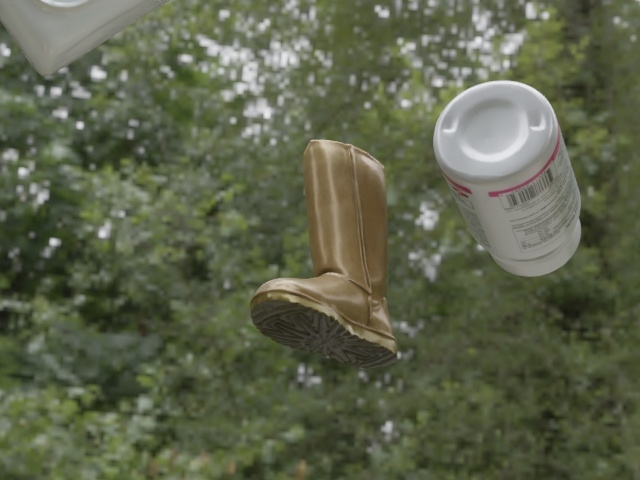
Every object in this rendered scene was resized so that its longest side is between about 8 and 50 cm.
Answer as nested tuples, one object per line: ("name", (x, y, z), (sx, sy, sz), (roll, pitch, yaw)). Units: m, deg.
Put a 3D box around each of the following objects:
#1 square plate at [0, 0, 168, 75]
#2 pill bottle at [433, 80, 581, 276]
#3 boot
("square plate", (-0.296, -0.428, 1.728), (0.344, 0.347, 0.049), (-35, -5, -16))
("pill bottle", (0.258, -0.073, 1.880), (0.160, 0.160, 0.283), (-1, -28, 20))
("boot", (0.000, 0.000, 1.677), (0.089, 0.269, 0.236), (-21, -33, 31))
